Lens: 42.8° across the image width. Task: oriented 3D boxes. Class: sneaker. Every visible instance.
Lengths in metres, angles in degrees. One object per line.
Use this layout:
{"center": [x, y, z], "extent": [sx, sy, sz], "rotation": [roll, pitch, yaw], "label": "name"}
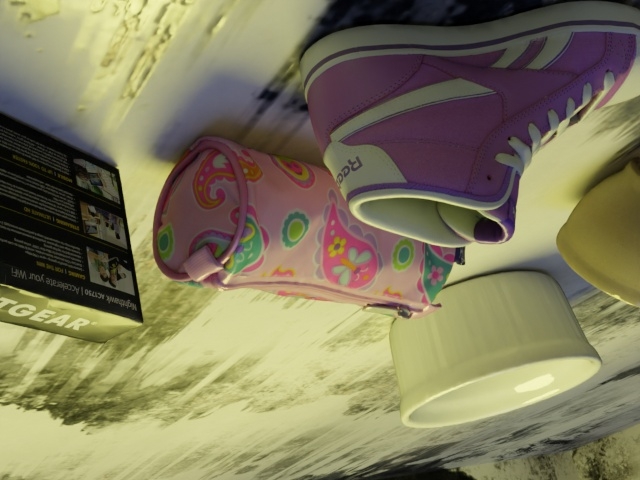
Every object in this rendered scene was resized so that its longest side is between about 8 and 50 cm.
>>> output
{"center": [0.137, -0.072, 0.575], "extent": [0.282, 0.161, 0.102], "rotation": [-11, 154, -12], "label": "sneaker"}

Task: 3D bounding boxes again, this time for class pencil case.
{"center": [0.000, 0.000, 0.697], "extent": [0.124, 0.124, 0.284], "rotation": [-33, 149, 34], "label": "pencil case"}

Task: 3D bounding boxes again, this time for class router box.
{"center": [-0.200, -0.013, 0.538], "extent": [0.046, 0.133, 0.179], "rotation": [-26, 153, 22], "label": "router box"}

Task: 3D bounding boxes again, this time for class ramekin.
{"center": [0.228, 0.151, 1.124], "extent": [0.277, 0.135, 0.277], "rotation": [-12, 155, -5], "label": "ramekin"}

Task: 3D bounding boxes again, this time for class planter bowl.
{"center": [0.340, -0.017, 0.835], "extent": [0.162, 0.162, 0.109], "rotation": [-1, 126, -28], "label": "planter bowl"}
